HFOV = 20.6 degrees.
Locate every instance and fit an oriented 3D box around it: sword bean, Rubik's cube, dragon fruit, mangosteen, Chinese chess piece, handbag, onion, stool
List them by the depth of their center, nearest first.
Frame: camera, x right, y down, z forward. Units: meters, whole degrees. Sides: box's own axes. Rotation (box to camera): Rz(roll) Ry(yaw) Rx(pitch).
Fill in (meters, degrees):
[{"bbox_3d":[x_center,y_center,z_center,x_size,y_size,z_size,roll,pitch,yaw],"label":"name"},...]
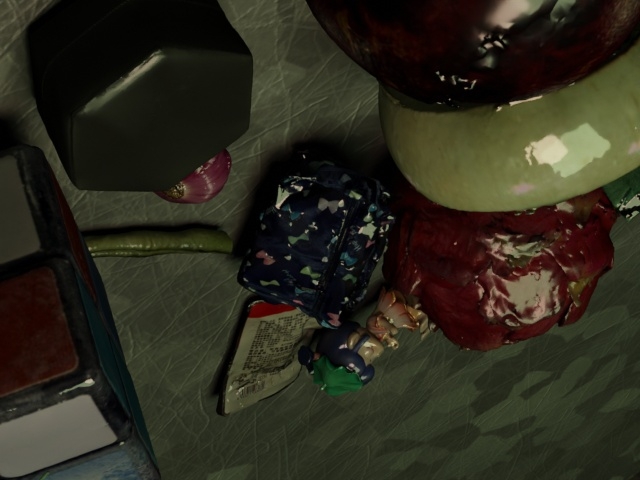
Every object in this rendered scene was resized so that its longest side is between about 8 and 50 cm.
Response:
[{"bbox_3d":[0.152,-0.324,1.732,0.381,0.421,0.381,1,109,2],"label":"mangosteen"},{"bbox_3d":[-0.188,-0.164,1.843,0.232,0.141,0.232,-23,149,-15],"label":"stool"},{"bbox_3d":[-0.379,0.136,1.905,0.313,0.316,0.318,-19,150,-2],"label":"Rubik's cube"},{"bbox_3d":[0.234,-0.175,1.951,0.349,0.349,0.146,-27,117,-7],"label":"Chinese chess piece"},{"bbox_3d":[-0.158,-0.095,2.023,0.115,0.115,0.104,79,29,-58],"label":"onion"},{"bbox_3d":[-0.224,0.006,2.157,0.269,0.038,0.043,-4,137,-37],"label":"sword bean"},{"bbox_3d":[0.000,0.000,2.229,0.113,0.162,0.260,-58,171,-45],"label":"handbag"},{"bbox_3d":[0.231,-0.024,2.263,0.329,0.329,0.329,-22,148,-15],"label":"dragon fruit"}]

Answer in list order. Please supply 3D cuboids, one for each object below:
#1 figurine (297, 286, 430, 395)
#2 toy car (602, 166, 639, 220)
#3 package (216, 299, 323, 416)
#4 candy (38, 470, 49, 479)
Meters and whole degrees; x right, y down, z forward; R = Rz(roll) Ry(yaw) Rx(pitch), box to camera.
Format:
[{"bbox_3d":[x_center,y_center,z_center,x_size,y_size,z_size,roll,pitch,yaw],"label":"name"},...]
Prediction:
[{"bbox_3d":[0.064,0.146,2.534,0.195,0.102,0.111,-40,158,-12],"label":"figurine"},{"bbox_3d":[0.350,-0.178,2.124,0.141,0.320,0.097,-39,136,16],"label":"toy car"},{"bbox_3d":[-0.062,0.151,2.508,0.154,0.030,0.239,-18,147,-34],"label":"package"},{"bbox_3d":[-0.308,0.265,1.834,0.083,0.025,0.023,-49,169,24],"label":"candy"}]
